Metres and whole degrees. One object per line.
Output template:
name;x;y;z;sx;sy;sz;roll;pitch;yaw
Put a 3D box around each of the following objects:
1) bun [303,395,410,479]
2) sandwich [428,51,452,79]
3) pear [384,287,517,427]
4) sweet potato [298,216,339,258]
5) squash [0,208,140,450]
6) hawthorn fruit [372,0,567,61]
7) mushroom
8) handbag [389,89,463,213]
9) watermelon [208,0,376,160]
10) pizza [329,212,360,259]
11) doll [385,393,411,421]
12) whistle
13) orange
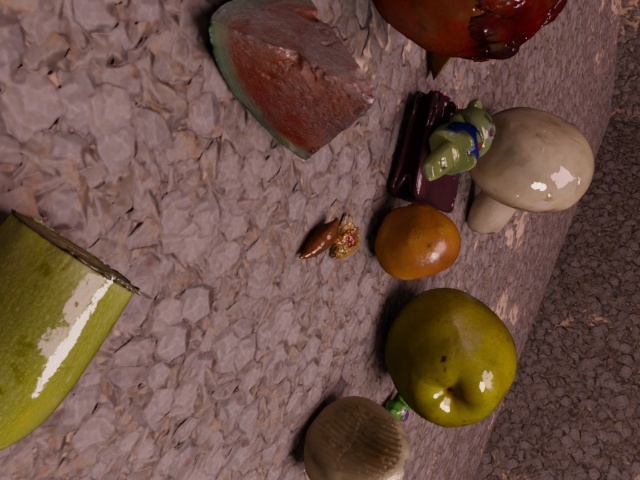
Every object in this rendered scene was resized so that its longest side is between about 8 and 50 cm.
bun;0.070;0.382;0.954;0.178;0.193;0.127;-39;134;-37
sandwich;0.238;-0.420;0.959;0.094;0.096;0.257;-40;132;-34
pear;0.269;0.237;1.134;0.294;0.294;0.294;-30;127;-48
sweet potato;0.000;0.000;0.831;0.095;0.034;0.034;-44;138;-24
squash;-0.237;0.083;0.427;0.186;0.123;0.123;-63;146;-11
hawthorn fruit;0.191;-0.398;0.724;0.316;0.316;0.315;-30;127;-48
mushroom;0.477;-0.146;1.311;0.314;0.314;0.336;-42;157;-41
handbag;0.219;-0.171;1.055;0.203;0.074;0.216;7;96;-57
watermelon;-0.036;-0.165;0.604;0.136;0.202;0.207;-18;124;-8
pizza;0.046;-0.006;0.905;0.083;0.025;0.078;-31;130;-47
doll;0.204;0.389;1.302;0.190;0.050;0.115;-8;117;-57
whistle;0.244;-0.169;0.950;0.227;0.085;0.105;-40;124;-39
orange;0.175;0.000;0.990;0.159;0.159;0.136;-12;88;-55
